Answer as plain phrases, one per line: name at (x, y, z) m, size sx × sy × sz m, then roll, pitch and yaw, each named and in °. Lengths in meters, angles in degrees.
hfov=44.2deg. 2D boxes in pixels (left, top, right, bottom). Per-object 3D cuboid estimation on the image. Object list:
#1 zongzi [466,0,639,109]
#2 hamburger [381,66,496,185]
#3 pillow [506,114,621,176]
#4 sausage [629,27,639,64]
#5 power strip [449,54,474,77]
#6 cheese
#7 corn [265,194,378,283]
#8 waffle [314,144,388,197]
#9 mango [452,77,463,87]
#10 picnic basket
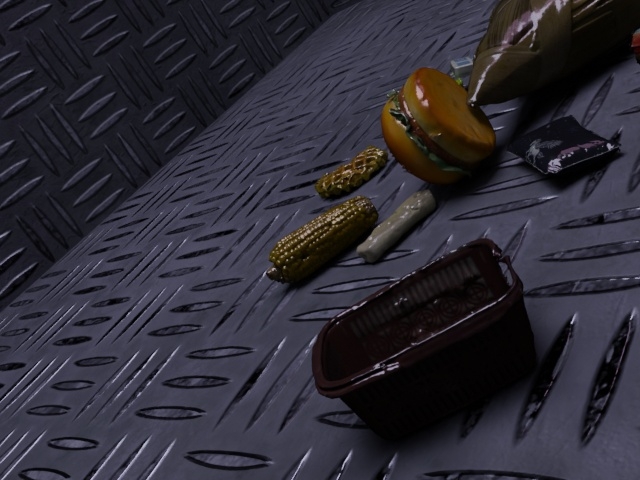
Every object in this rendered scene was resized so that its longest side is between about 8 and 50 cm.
zongzi at (0.555, -0.438, 1.582) m, size 0.500 × 0.218 × 0.467 m, roll -22°, pitch 25°, yaw 34°
hamburger at (0.221, -0.213, 1.569) m, size 0.170 × 0.246 × 0.246 m, roll -43°, pitch 12°, yaw 35°
pillow at (0.425, -0.167, 1.402) m, size 0.141 × 0.055 × 0.208 m, roll -26°, pitch 22°, yaw 4°
sausage at (0.699, -0.375, 1.430) m, size 0.083 × 0.083 × 0.264 m, roll -44°, pitch 25°, yaw -24°
power strip at (0.423, -0.456, 2.006) m, size 0.192 × 0.035 × 0.081 m, roll -14°, pitch 23°, yaw 6°
cheese at (0.148, -0.030, 1.528) m, size 0.194 × 0.043 × 0.065 m, roll -42°, pitch 23°, yaw -19°
corn at (0.000, 0.000, 1.610) m, size 0.262 × 0.097 × 0.097 m, roll -34°, pitch 21°, yaw -4°
waffle at (0.074, -0.171, 1.938) m, size 0.194 × 0.051 × 0.149 m, roll -38°, pitch 23°, yaw -10°
mango at (0.297, -0.375, 1.995) m, size 0.119 × 0.100 × 0.178 m, roll 10°, pitch 19°, yaw 0°
picnic basket at (0.143, 0.138, 1.047) m, size 0.297 × 0.129 × 0.222 m, roll -29°, pitch 20°, yaw 10°
